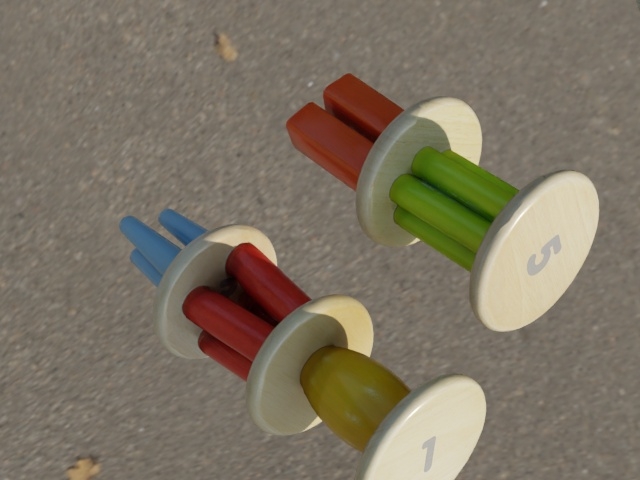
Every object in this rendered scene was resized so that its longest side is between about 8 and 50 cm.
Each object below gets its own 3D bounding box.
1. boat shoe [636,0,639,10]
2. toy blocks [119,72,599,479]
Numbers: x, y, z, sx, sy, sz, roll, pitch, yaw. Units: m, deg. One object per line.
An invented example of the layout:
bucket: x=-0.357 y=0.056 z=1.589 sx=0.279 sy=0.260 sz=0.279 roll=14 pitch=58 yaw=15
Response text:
boat shoe: x=0.187 y=-0.195 z=0.730 sx=0.103 sy=0.113 sz=0.302 roll=-17 pitch=101 yaw=-8
toy blocks: x=0.000 y=0.000 z=0.411 sx=0.054 sy=0.148 sz=0.123 roll=17 pitch=104 yaw=-53
